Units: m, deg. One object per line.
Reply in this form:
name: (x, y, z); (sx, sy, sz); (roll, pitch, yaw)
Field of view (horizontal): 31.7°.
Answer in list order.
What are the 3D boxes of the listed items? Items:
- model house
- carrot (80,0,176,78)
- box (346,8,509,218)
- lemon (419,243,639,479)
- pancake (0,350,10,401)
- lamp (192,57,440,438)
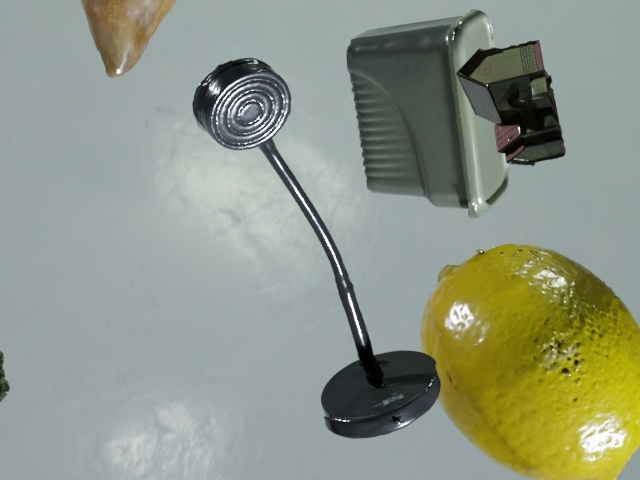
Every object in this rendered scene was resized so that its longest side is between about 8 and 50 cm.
model house: (0.131, -0.091, 0.766); (0.058, 0.083, 0.057); (-12, 66, 15)
carrot: (-0.081, -0.200, 0.498); (0.102, 0.102, 0.263); (3, 85, -13)
box: (0.150, -0.172, 1.552); (0.178, 0.274, 0.138); (2, 21, 28)
lemon: (0.232, 0.130, 1.213); (0.263, 0.236, 0.236); (28, 60, -3)
pancake: (-0.413, 0.145, 1.319); (0.129, 0.116, 0.022); (55, 31, 13)
lamp: (0.016, 0.023, 0.882); (0.130, 0.371, 0.108); (-24, 43, -11)
